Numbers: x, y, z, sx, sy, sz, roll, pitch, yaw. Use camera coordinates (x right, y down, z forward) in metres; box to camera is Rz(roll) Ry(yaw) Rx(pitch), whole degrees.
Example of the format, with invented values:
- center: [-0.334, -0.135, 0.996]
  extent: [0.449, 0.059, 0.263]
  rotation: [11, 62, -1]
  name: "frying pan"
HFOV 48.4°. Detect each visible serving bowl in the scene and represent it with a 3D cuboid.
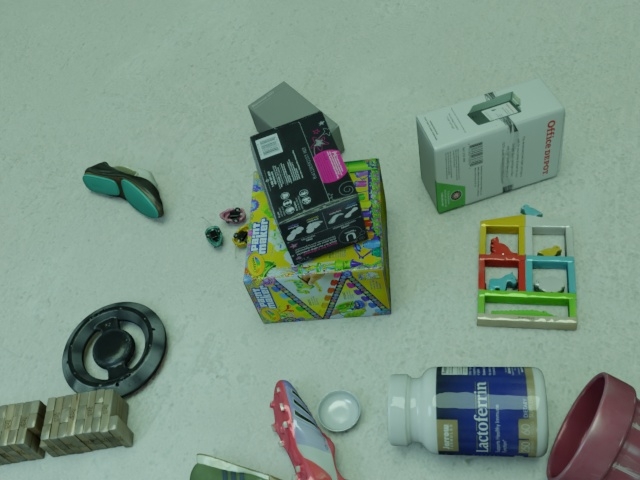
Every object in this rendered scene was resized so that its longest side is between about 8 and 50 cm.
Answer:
- center: [0.037, 0.326, 1.348]
  extent: [0.083, 0.027, 0.083]
  rotation: [-6, 53, 8]
  name: "serving bowl"

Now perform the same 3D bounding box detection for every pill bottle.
- center: [0.254, 0.297, 1.244]
  extent: [0.264, 0.153, 0.153]
  rotation: [-2, 53, 12]
  name: "pill bottle"

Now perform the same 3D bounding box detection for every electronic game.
- center: [-0.438, 0.232, 1.511]
  extent: [0.229, 0.048, 0.229]
  rotation: [-5, 54, 8]
  name: "electronic game"

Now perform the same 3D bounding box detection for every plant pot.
- center: [0.492, 0.343, 1.144]
  extent: [0.180, 0.201, 0.201]
  rotation: [28, 63, 12]
  name: "plant pot"

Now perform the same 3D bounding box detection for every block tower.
- center: [-0.541, 0.370, 1.403]
  extent: [0.335, 0.091, 0.097]
  rotation: [-8, 53, 6]
  name: "block tower"

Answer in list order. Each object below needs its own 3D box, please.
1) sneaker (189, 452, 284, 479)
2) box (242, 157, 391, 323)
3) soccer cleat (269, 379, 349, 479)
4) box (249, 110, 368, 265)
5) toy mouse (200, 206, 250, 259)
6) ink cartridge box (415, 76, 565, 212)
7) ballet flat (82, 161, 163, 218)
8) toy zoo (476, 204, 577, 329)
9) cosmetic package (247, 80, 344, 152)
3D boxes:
- center: [-0.151, 0.451, 1.279]
  extent: [0.192, 0.064, 0.086]
  rotation: [11, 64, 20]
  name: "sneaker"
- center: [0.000, 0.000, 1.508]
  extent: [0.279, 0.177, 0.290]
  rotation: [-5, 53, 9]
  name: "box"
- center: [-0.025, 0.365, 1.313]
  extent: [0.095, 0.083, 0.248]
  rotation: [0, 42, -25]
  name: "soccer cleat"
- center: [-0.025, -0.102, 1.390]
  extent: [0.163, 0.142, 0.247]
  rotation: [-20, 51, 0]
  name: "box"
- center: [-0.219, -0.028, 1.669]
  extent: [0.143, 0.031, 0.161]
  rotation: [15, 58, 22]
  name: "toy mouse"
- center: [0.370, -0.206, 1.562]
  extent: [0.289, 0.211, 0.121]
  rotation: [-17, 50, -2]
  name: "ink cartridge box"
- center: [-0.474, -0.142, 1.777]
  extent: [0.280, 0.095, 0.096]
  rotation: [23, 50, 27]
  name: "ballet flat"
- center: [0.424, 0.047, 1.471]
  extent: [0.192, 0.030, 0.293]
  rotation: [1, 53, 13]
  name: "toy zoo"
- center: [-0.062, -0.282, 1.783]
  extent: [0.127, 0.107, 0.238]
  rotation: [-39, 58, -13]
  name: "cosmetic package"
